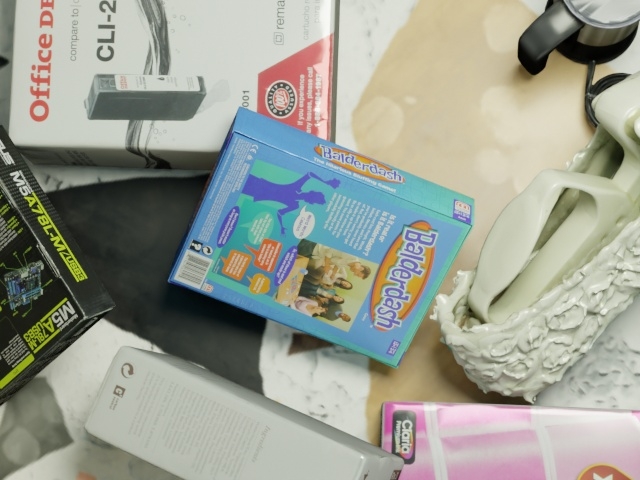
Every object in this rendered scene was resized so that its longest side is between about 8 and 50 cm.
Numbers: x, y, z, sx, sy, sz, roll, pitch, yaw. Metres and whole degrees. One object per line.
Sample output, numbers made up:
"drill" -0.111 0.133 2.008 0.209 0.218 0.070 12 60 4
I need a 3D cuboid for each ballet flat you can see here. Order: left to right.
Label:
"ballet flat" 0.241 -0.041 1.469 0.147 0.147 0.409 39 98 7

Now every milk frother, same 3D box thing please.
"milk frother" 0.248 -0.169 1.534 0.143 0.135 0.129 34 86 6

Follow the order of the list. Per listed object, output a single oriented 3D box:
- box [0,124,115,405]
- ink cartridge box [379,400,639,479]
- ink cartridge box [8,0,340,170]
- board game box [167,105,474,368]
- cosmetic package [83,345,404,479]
"box" -0.282 0.030 1.524 0.190 0.045 0.184 -40 82 36
"ink cartridge box" 0.231 0.228 1.522 0.370 0.069 0.176 2 82 0
"ink cartridge box" -0.122 -0.164 1.558 0.272 0.114 0.197 1 84 3
"board game box" 0.000 0.000 1.504 0.210 0.047 0.160 22 121 -8
"cosmetic package" -0.061 0.168 1.483 0.231 0.117 0.086 24 91 22
